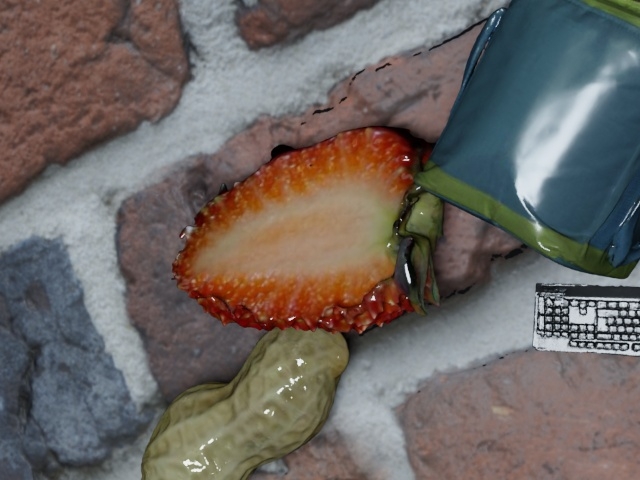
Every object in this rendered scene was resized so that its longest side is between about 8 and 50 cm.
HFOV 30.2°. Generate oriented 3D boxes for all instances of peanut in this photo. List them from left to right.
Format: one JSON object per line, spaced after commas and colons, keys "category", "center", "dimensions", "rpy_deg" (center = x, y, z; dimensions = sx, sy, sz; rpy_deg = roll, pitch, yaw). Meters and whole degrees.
{"category": "peanut", "center": [-0.086, 0.197, 1.314], "dimensions": [0.298, 0.120, 0.136], "rpy_deg": [-41, 76, 11]}

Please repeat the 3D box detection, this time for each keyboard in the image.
{"category": "keyboard", "center": [0.319, 0.083, 1.232], "dimensions": [0.196, 0.015, 0.074], "rpy_deg": [2, 92, 17]}

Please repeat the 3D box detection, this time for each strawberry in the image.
{"category": "strawberry", "center": [0.000, 0.000, 1.281], "dimensions": [0.306, 0.137, 0.234], "rpy_deg": [-5, 63, 30]}

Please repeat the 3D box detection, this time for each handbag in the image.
{"category": "handbag", "center": [0.244, -0.109, 1.121], "dimensions": [0.222, 0.263, 0.241], "rpy_deg": [33, 100, 32]}
